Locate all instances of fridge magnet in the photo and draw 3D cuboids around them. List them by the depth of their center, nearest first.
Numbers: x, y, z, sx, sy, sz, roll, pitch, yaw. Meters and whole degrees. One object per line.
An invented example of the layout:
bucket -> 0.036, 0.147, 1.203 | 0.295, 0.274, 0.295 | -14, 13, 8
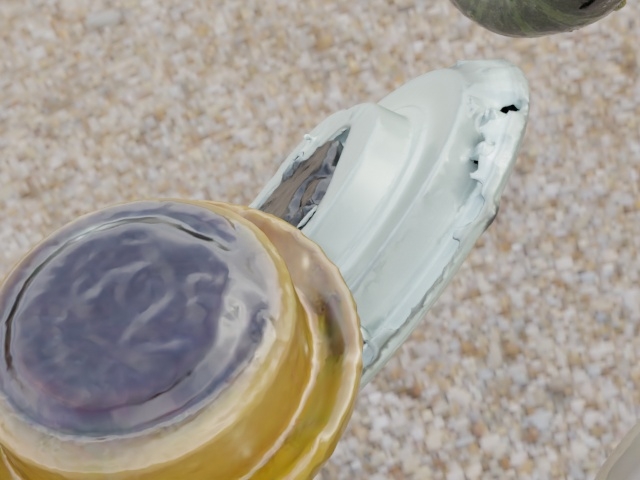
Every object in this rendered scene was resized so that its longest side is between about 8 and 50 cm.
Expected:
fridge magnet -> -0.057, 0.040, 0.498 | 0.143, 0.063, 0.143 | -8, 51, 9

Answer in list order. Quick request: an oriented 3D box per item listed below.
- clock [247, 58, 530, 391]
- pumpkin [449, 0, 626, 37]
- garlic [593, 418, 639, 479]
clock -> 0.000, 0.000, 0.695 | 0.236, 0.053, 0.236 | -48, 16, 19
pumpkin -> 0.158, -0.234, 1.104 | 0.190, 0.190, 0.146 | 27, 61, 37
garlic -> 0.205, 0.204, 0.620 | 0.325, 0.279, 0.132 | -55, 28, -11
